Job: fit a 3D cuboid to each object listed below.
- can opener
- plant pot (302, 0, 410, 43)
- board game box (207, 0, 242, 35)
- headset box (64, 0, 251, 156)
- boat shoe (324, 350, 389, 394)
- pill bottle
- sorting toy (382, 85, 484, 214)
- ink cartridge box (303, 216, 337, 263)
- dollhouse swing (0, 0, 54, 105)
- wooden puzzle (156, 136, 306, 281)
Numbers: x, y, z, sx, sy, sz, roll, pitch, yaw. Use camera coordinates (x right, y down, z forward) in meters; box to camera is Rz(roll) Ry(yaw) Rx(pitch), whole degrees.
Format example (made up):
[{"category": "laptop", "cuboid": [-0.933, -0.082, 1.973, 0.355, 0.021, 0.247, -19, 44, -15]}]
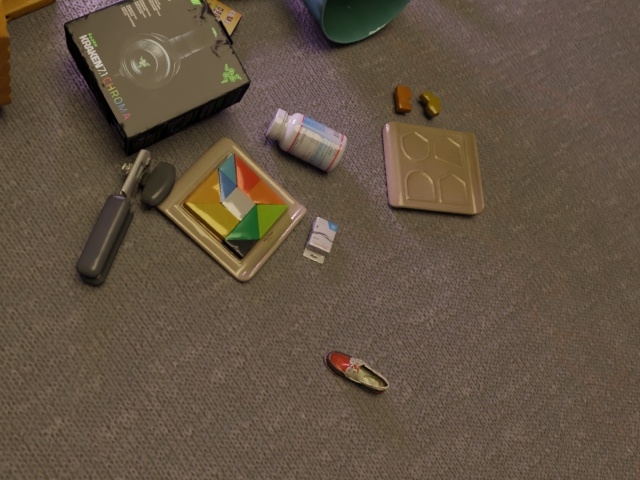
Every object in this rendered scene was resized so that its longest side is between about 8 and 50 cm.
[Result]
[{"category": "can opener", "cuboid": [-0.358, -0.047, 1.374, 0.093, 0.074, 0.281, 19, 64, 7]}, {"category": "plant pot", "cuboid": [0.056, -0.633, 1.673, 0.292, 0.293, 0.235, -26, 67, -28]}, {"category": "board game box", "cuboid": [-0.289, -0.424, 1.575, 0.165, 0.042, 0.243, 28, 62, -10]}, {"category": "headset box", "cuboid": [-0.304, -0.342, 1.439, 0.283, 0.131, 0.247, -28, 92, -17]}, {"category": "boat shoe", "cuboid": [0.072, 0.257, 1.459, 0.137, 0.043, 0.049, 33, 63, -6]}, {"category": "pill bottle", "cuboid": [-0.030, -0.214, 1.574, 0.160, 0.087, 0.087, 25, 63, -11]}, {"category": "sorting toy", "cuboid": [0.252, -0.206, 1.720, 0.228, 0.041, 0.308, 3, 69, -17]}, {"category": "ink cartridge box", "cuboid": [0.000, 0.000, 1.537, 0.048, 0.028, 0.083, 23, 64, -12]}, {"category": "dollhouse swing", "cuboid": [-0.517, -0.468, 1.322, 0.315, 0.347, 0.305, -35, 85, -29]}, {"category": "wooden puzzle", "cuboid": [-0.171, -0.069, 1.484, 0.238, 0.044, 0.221, 41, 61, -3]}]
